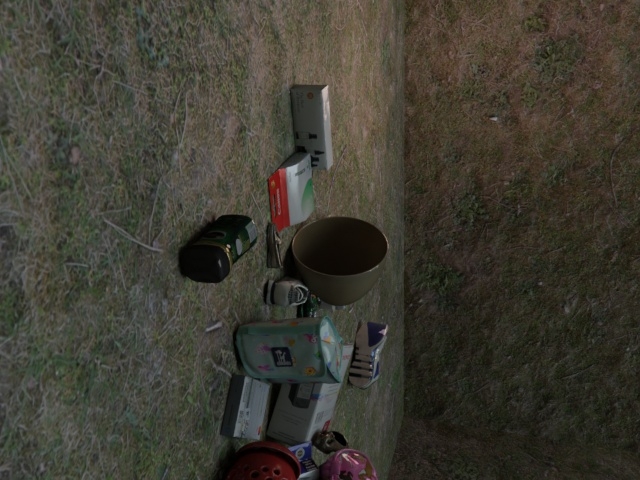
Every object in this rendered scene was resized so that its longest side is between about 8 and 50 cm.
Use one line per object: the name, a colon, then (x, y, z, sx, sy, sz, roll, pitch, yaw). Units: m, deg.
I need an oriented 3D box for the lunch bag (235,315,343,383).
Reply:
lunch bag: (-0.072, 0.273, 1.586, 0.262, 0.223, 0.160, 61, 30, -62)

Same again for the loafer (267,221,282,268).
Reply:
loafer: (-0.118, 0.014, 1.684, 0.045, 0.039, 0.125, -28, 121, -70)

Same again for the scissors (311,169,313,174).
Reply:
scissors: (-0.018, -0.326, 1.978, 0.109, 0.021, 0.297, 67, 32, -62)

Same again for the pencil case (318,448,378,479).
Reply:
pencil case: (0.021, 0.737, 1.853, 0.386, 0.167, 0.160, -51, -124, 47)

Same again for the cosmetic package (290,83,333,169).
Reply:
cosmetic package: (-0.023, -0.324, 1.814, 0.060, 0.098, 0.239, -59, 149, -57)

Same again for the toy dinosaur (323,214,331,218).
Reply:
toy dinosaur: (0.000, 0.000, 2.060, 0.118, 0.064, 0.268, 78, 19, -58)

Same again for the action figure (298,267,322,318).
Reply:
action figure: (-0.033, 0.200, 1.998, 0.137, 0.063, 0.232, -8, 98, -70)

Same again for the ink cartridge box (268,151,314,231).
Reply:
ink cartridge box: (-0.078, -0.129, 1.767, 0.225, 0.056, 0.181, -59, 149, -60)

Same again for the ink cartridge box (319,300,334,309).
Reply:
ink cartridge box: (0.026, 0.167, 2.192, 0.088, 0.052, 0.123, -64, 151, -52)

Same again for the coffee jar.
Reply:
coffee jar: (-0.205, 0.016, 1.292, 0.184, 0.096, 0.079, -56, 144, -58)

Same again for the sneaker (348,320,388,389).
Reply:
sneaker: (0.211, 0.531, 2.829, 0.182, 0.127, 0.316, 73, 33, -59)

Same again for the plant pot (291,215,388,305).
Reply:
plant pot: (0.057, 0.085, 1.901, 0.284, 0.284, 0.191, -66, 161, -49)

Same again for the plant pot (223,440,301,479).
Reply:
plant pot: (-0.145, 0.594, 1.509, 0.174, 0.191, 0.191, -78, 165, -54)

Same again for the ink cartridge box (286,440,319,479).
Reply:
ink cartridge box: (-0.105, 0.673, 1.683, 0.223, 0.045, 0.224, -4, 101, -35)

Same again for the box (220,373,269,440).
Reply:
box: (-0.184, 0.420, 1.574, 0.186, 0.038, 0.145, 51, 46, -65)

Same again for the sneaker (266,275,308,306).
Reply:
sneaker: (-0.076, 0.150, 1.773, 0.235, 0.094, 0.090, -7, 100, -76)

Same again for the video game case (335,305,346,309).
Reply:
video game case: (0.075, 0.080, 2.214, 0.329, 0.036, 0.300, 9, 78, -84)

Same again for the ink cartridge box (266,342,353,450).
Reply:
ink cartridge box: (-0.026, 0.440, 1.868, 0.226, 0.131, 0.306, 30, 75, -71)

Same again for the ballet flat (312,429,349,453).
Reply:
ballet flat: (0.041, 0.592, 1.870, 0.058, 0.084, 0.250, -56, 155, -4)
